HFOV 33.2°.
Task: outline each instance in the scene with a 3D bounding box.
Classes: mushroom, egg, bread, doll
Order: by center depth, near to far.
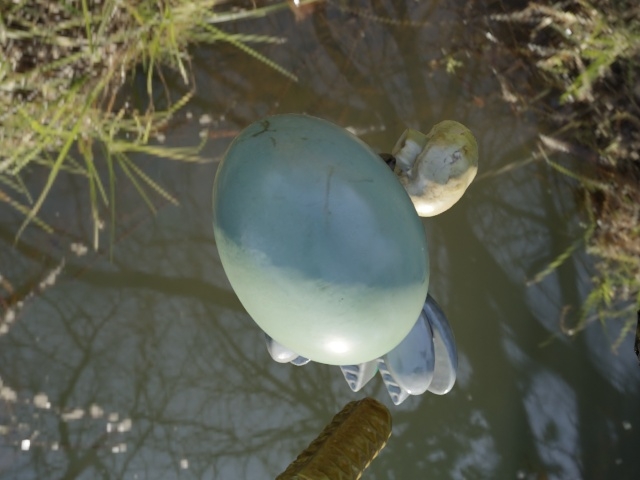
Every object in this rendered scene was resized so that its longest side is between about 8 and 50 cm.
[{"bbox_3d":[0.000,0.000,0.905,0.168,0.168,0.230,-25,111,9],"label":"egg"},{"bbox_3d":[0.029,0.051,1.061,0.195,0.153,0.258,-19,99,47],"label":"doll"},{"bbox_3d":[0.151,-0.100,1.459,0.112,0.148,0.148,31,118,-9],"label":"mushroom"},{"bbox_3d":[0.024,0.297,1.486,0.084,0.367,0.077,-25,90,20],"label":"bread"}]

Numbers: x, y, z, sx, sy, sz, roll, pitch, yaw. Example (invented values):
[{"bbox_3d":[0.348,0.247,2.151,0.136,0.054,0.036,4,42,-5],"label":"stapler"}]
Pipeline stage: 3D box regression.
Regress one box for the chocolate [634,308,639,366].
[{"bbox_3d":[0.380,0.120,1.068,0.156,0.156,0.133,-48,165,25],"label":"chocolate"}]
